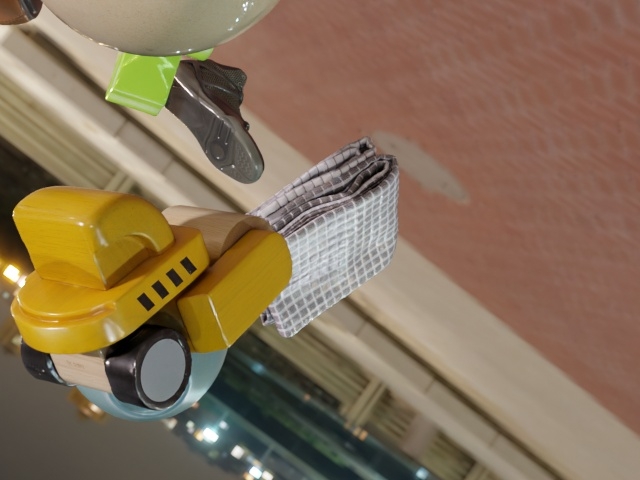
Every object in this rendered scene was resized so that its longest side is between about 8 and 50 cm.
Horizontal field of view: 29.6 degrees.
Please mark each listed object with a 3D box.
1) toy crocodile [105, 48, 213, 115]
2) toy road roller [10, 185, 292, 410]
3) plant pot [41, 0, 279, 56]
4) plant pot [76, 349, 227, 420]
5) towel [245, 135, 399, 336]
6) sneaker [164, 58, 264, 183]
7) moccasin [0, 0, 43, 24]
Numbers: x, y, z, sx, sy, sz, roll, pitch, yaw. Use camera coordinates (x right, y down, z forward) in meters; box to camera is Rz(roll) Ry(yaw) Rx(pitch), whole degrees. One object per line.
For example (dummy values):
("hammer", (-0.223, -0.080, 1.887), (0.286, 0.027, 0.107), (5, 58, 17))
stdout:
("toy crocodile", (-0.158, -0.305, 1.309), (0.115, 0.341, 0.105), (12, -173, -21))
("toy road roller", (-0.209, 0.021, 1.403), (0.202, 0.329, 0.241), (9, 127, 36))
("plant pot", (-0.121, -0.295, 1.069), (0.284, 0.284, 0.191), (41, 176, -27))
("plant pot", (-0.280, 0.178, 1.945), (0.290, 0.290, 0.195), (40, -169, -23))
("towel", (0.000, 0.000, 1.897), (0.121, 0.283, 0.235), (44, 156, 28))
("sneaker", (-0.132, -0.183, 1.754), (0.227, 0.130, 0.087), (47, 135, 21))
("moccasin", (-0.513, -0.482, 1.725), (0.146, 0.139, 0.380), (-3, 136, 8))
